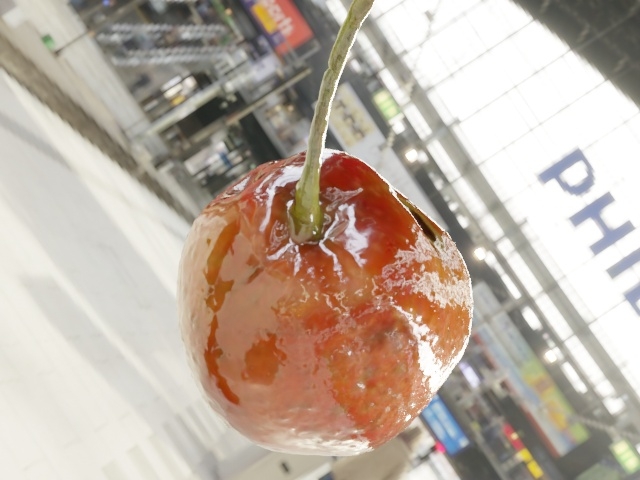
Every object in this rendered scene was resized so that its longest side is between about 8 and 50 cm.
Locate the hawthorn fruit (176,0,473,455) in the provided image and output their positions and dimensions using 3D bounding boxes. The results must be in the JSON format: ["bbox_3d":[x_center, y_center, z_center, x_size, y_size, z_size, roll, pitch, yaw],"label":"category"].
[{"bbox_3d":[0.000,0.000,0.560,0.165,0.165,0.285,55,-16,28],"label":"hawthorn fruit"}]
